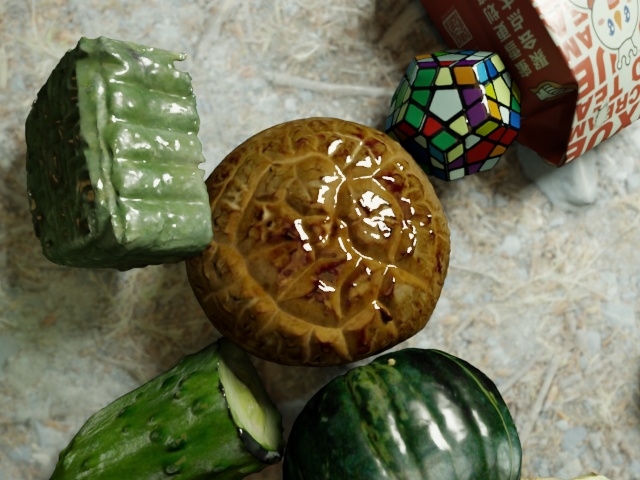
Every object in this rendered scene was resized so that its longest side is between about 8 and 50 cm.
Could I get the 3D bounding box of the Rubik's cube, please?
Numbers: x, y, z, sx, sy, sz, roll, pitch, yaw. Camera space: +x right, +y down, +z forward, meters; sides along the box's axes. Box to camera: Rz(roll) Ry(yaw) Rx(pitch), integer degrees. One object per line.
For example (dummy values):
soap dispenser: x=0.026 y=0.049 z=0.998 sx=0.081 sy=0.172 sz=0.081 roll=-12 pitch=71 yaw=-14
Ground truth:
Rubik's cube: x=0.129 y=-0.125 z=0.490 sx=0.133 sy=0.133 sz=0.112 roll=44 pitch=82 yaw=-2

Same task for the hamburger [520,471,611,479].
hamburger: x=0.233 y=0.377 z=0.449 sx=0.302 sy=0.170 sz=0.301 roll=3 pitch=77 yaw=-15

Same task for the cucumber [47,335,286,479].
cucumber: x=-0.163 y=0.196 z=0.471 sx=0.245 sy=0.134 sz=0.134 roll=-26 pitch=91 yaw=5

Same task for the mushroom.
mushroom: x=0.000 y=0.000 z=0.471 sx=0.254 sy=0.153 sz=0.252 roll=1 pitch=79 yaw=-4

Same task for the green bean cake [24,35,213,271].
green bean cake: x=-0.185 y=-0.063 z=0.434 sx=0.094 sy=0.173 sz=0.181 roll=-4 pitch=87 yaw=-46

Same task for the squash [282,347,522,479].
squash: x=0.072 y=0.197 z=0.443 sx=0.218 sy=0.172 sz=0.218 roll=-5 pitch=118 yaw=-9

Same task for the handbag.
handbag: x=0.233 y=-0.233 z=0.491 sx=0.171 sy=0.151 sz=0.298 roll=-36 pitch=95 yaw=-10
